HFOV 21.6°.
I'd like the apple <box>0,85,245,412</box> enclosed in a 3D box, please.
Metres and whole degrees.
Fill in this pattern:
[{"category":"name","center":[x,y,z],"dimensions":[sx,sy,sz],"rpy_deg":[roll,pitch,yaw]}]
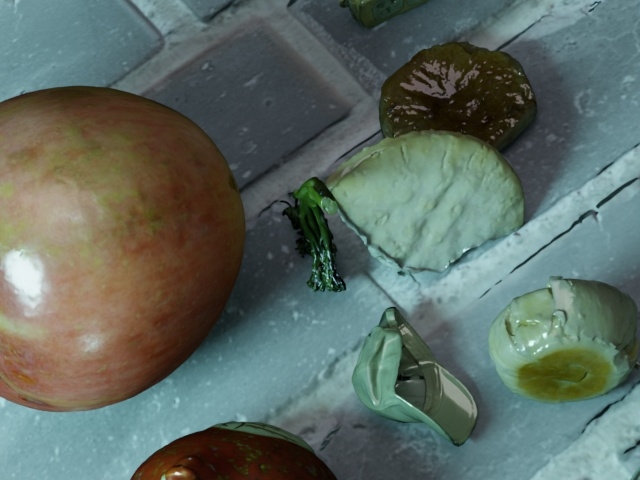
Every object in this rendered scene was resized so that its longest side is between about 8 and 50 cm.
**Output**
[{"category":"apple","center":[-0.257,0.002,1.842],"dimensions":[0.364,0.364,0.363],"rpy_deg":[-4,61,8]}]

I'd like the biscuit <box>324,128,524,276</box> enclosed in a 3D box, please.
[{"category":"biscuit","center":[0.120,-0.037,1.902],"dimensions":[0.265,0.188,0.040],"rpy_deg":[3,26,-26]}]

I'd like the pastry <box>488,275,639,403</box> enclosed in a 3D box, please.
[{"category":"pastry","center":[0.263,0.109,1.804],"dimensions":[0.166,0.166,0.088],"rpy_deg":[-6,55,7]}]

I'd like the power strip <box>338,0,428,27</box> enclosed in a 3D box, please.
[{"category":"power strip","center":[0.168,-0.349,2.121],"dimensions":[0.305,0.064,0.044],"rpy_deg":[-25,63,-4]}]

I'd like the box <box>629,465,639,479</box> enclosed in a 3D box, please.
[{"category":"box","center":[0.406,0.317,1.662],"dimensions":[0.226,0.149,0.226],"rpy_deg":[-4,61,8]}]

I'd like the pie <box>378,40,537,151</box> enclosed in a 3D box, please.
[{"category":"pie","center":[0.160,-0.162,2.031],"dimensions":[0.195,0.046,0.195],"rpy_deg":[-5,60,9]}]

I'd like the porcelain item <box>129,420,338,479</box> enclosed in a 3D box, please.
[{"category":"porcelain item","center":[-0.097,0.287,1.724],"dimensions":[0.253,0.253,0.253],"rpy_deg":[-4,61,8]}]

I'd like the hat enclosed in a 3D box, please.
[{"category":"hat","center":[0.103,0.163,1.857],"dimensions":[0.166,0.081,0.122],"rpy_deg":[40,34,11]}]

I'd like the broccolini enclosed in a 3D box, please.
[{"category":"broccolini","center":[0.000,-0.002,1.860],"dimensions":[0.062,0.271,0.123],"rpy_deg":[-34,86,-8]}]
